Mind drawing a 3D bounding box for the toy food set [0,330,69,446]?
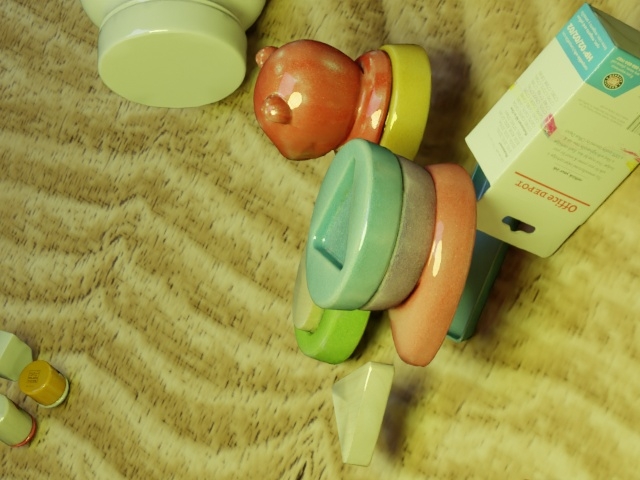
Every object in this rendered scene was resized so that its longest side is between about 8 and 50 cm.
[{"bbox_3d":[-0.349,0.161,2.076,0.232,0.104,0.111,11,67,35],"label":"toy food set"}]

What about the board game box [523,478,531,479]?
[{"bbox_3d":[0.221,0.264,1.354,0.281,0.027,0.145,11,83,52],"label":"board game box"}]

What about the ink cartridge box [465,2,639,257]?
[{"bbox_3d":[0.186,-0.080,1.499,0.181,0.104,0.061,-49,41,23],"label":"ink cartridge box"}]

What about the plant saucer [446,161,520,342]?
[{"bbox_3d":[0.134,-0.012,1.603,0.067,0.018,0.192,24,93,53],"label":"plant saucer"}]

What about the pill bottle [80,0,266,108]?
[{"bbox_3d":[-0.144,-0.307,1.948,0.188,0.188,0.334,-28,54,41],"label":"pill bottle"}]

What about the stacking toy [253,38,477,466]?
[{"bbox_3d":[0.000,0.000,1.582,0.309,0.130,0.279,-107,34,-56],"label":"stacking toy"}]
